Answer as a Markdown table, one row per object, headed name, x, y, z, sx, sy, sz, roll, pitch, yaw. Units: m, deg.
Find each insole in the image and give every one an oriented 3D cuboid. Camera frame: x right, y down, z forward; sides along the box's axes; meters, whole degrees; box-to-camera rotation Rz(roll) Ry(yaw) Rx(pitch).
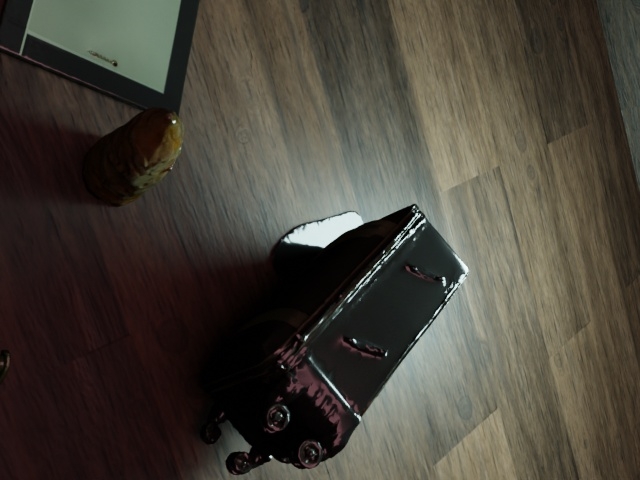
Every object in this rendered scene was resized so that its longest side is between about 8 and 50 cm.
| name | x | y | z | sx | sy | sz | roll | pitch | yaw |
| --- | --- | --- | --- | --- | --- | --- | --- | --- | --- |
| insole | 0.000 | 0.000 | 1.150 | 0.232 | 0.003 | 0.080 | -26 | 103 | -41 |

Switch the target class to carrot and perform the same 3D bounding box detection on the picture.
| name | x | y | z | sx | sy | sz | roll | pitch | yaw |
| --- | --- | --- | --- | --- | --- | --- | --- | --- | --- |
| carrot | -0.221 | -0.111 | 0.798 | 0.101 | 0.263 | 0.102 | 6 | 78 | -30 |

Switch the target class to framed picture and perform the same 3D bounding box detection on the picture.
| name | x | y | z | sx | sy | sz | roll | pitch | yaw |
| --- | --- | --- | --- | --- | --- | --- | --- | --- | --- |
| framed picture | -0.288 | -0.371 | 0.928 | 0.264 | 0.016 | 0.347 | 18 | 73 | -40 |

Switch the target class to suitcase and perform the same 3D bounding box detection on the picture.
| name | x | y | z | sx | sy | sz | roll | pitch | yaw |
| --- | --- | --- | --- | --- | --- | --- | --- | --- | --- |
| suitcase | 0.016 | 0.135 | 0.971 | 0.194 | 0.283 | 0.434 | 51 | 55 | -4 |

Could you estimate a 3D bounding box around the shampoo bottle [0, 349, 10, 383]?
| name | x | y | z | sx | sy | sz | roll | pitch | yaw |
| --- | --- | --- | --- | --- | --- | --- | --- | --- | --- |
| shampoo bottle | -0.445 | 0.116 | 0.678 | 0.234 | 0.087 | 0.118 | 17 | 91 | -40 |
